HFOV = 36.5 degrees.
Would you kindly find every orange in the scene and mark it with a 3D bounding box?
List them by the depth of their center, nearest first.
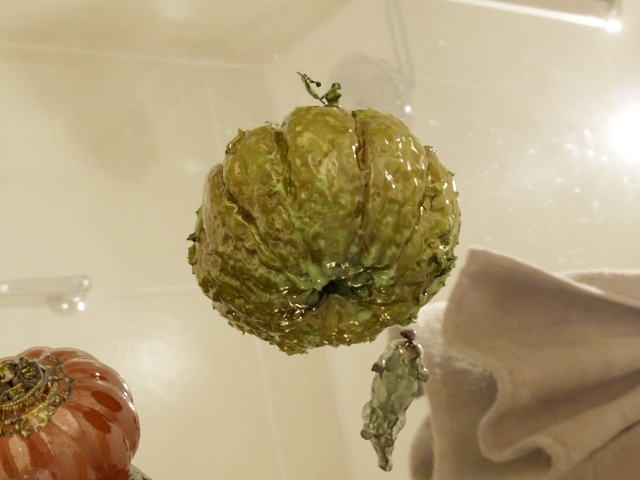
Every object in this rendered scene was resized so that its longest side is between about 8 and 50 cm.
[{"bbox_3d":[0.000,0.000,1.046,0.301,0.300,0.223,-35,-141,21],"label":"orange"}]

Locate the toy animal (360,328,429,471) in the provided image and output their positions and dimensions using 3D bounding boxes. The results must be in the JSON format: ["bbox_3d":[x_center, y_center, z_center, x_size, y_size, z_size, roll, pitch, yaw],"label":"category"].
[{"bbox_3d":[0.102,0.260,1.496,0.090,0.170,0.255,20,-62,5],"label":"toy animal"}]

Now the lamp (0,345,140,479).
[{"bbox_3d":[-0.310,0.217,1.072,0.223,0.223,0.196,43,-27,42],"label":"lamp"}]

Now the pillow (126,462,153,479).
[{"bbox_3d":[-0.206,0.365,1.077,0.212,0.052,0.208,6,-94,58],"label":"pillow"}]
